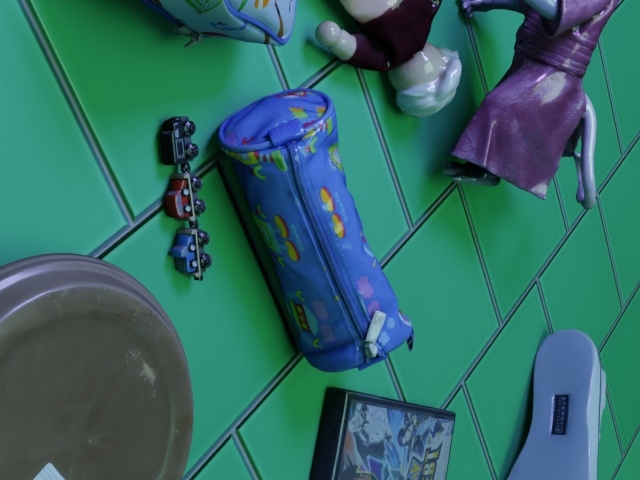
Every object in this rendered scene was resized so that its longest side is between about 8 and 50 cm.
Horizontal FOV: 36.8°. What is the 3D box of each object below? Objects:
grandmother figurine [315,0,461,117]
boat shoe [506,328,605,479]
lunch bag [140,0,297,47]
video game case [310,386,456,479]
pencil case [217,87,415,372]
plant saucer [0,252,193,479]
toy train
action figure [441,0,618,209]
[{"bbox_3d":[0.071,-0.278,1.082,0.207,0.104,0.342,-40,130,-8],"label":"grandmother figurine"},{"bbox_3d":[0.374,0.332,1.474,0.156,0.135,0.367,45,50,-46],"label":"boat shoe"},{"bbox_3d":[-0.075,-0.317,0.833,0.243,0.114,0.304,-9,109,-77],"label":"lunch bag"},{"bbox_3d":[0.069,0.330,1.166,0.248,0.035,0.275,21,77,-49],"label":"video game case"},{"bbox_3d":[0.000,0.000,0.986,0.119,0.133,0.306,-26,116,-10],"label":"pencil case"},{"bbox_3d":[-0.194,0.149,0.732,0.277,0.041,0.278,-6,97,-50],"label":"plant saucer"},{"bbox_3d":[-0.129,-0.037,0.906,0.036,0.027,0.158,-17,105,-45],"label":"toy train"},{"bbox_3d":[0.294,-0.228,1.185,0.248,0.275,0.370,-69,-179,-67],"label":"action figure"}]
